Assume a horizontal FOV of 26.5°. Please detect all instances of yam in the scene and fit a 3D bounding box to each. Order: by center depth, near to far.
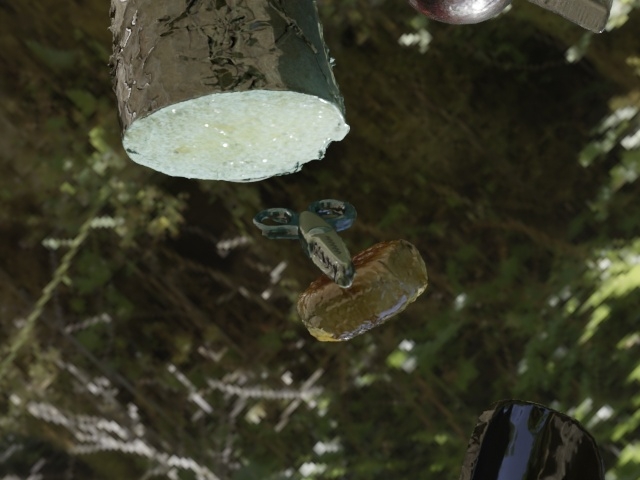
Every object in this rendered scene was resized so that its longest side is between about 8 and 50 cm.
[{"bbox_3d":[-0.111,-0.233,1.460,0.241,0.241,0.348,-42,-131,43],"label":"yam"}]

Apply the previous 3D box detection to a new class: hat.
[{"bbox_3d":[0.264,0.448,2.096,0.257,0.366,0.382,-26,-125,53],"label":"hat"}]

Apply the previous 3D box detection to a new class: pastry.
[{"bbox_3d":[0.062,0.073,1.965,0.192,0.093,0.182,-28,-171,24],"label":"pastry"}]

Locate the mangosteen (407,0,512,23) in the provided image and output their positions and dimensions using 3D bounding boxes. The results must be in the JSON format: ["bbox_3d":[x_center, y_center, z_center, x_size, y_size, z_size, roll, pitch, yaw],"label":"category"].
[{"bbox_3d":[0.172,-0.349,1.589,0.210,0.210,0.210,-46,-176,4],"label":"mangosteen"}]

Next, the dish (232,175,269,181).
[{"bbox_3d":[-0.147,-0.246,2.101,0.316,0.316,0.106,-44,166,22],"label":"dish"}]

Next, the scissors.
[{"bbox_3d":[0.000,0.000,1.713,0.138,0.041,0.289,-6,-160,-11],"label":"scissors"}]

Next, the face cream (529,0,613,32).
[{"bbox_3d":[0.206,-0.327,1.033,0.089,0.143,0.314,-15,130,-46],"label":"face cream"}]
